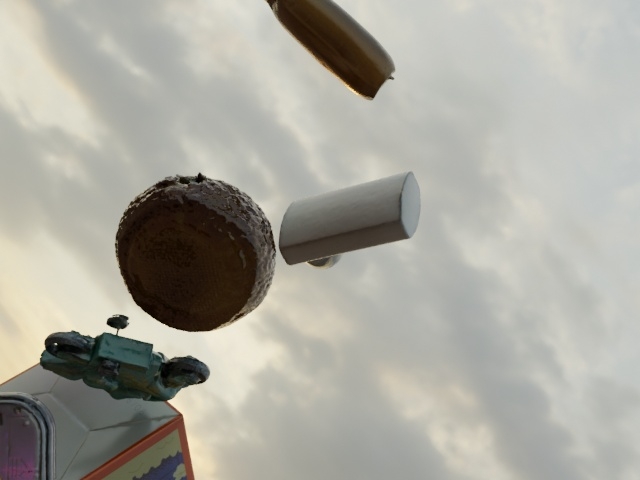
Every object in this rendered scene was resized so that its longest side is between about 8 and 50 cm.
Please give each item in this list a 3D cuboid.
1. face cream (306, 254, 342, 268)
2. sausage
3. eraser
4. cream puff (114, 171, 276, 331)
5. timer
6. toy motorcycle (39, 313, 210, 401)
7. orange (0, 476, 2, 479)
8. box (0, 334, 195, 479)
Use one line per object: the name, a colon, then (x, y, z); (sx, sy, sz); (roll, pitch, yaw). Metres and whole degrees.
face cream: (0.000, 0.000, 2.187); (0.117, 0.117, 0.104); (37, -20, 26)
sausage: (-0.002, -0.384, 1.797); (0.328, 0.112, 0.112); (41, -25, -5)
eraser: (0.059, -0.044, 2.028); (0.270, 0.174, 0.095); (-12, -57, 22)
cream puff: (-0.215, 0.015, 1.774); (0.303, 0.212, 0.303); (5, -58, 9)
timer: (-0.493, 0.333, 1.495); (0.069, 0.191, 0.208); (177, -89, -88)
toy motorcycle: (-0.358, 0.227, 1.827); (0.296, 0.109, 0.198); (16, -33, -15)
orange: (-0.440, 0.279, 0.983); (0.284, 0.226, 0.284); (37, 7, -5)
box: (-0.477, 0.429, 1.991); (0.349, 0.318, 0.257); (30, -44, 36)
